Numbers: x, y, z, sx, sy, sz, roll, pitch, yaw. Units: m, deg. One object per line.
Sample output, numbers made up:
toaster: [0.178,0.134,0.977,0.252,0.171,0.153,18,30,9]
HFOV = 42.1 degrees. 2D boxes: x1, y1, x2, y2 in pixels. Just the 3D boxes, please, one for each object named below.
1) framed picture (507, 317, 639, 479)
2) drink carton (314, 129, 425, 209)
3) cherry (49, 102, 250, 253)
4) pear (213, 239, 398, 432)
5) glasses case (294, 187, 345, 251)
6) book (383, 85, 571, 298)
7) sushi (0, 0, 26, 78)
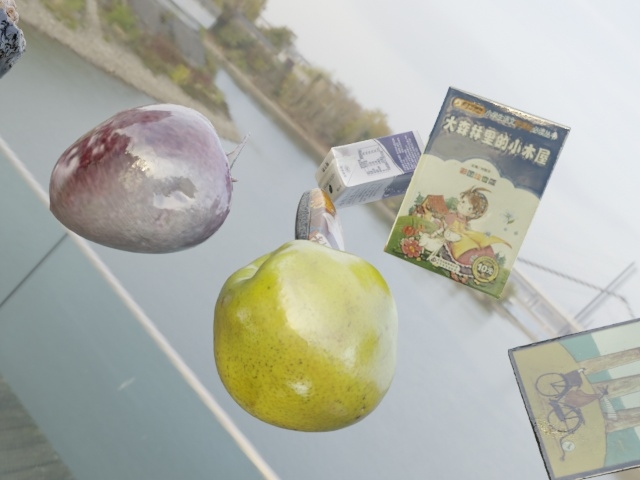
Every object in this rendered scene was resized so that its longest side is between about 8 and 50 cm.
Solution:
framed picture: [0.446,0.203,1.153,0.244,0.324,0.013,-96,169,-51]
drink carton: [0.114,-0.150,1.813,0.101,0.222,0.134,69,-23,13]
cherry: [-0.202,-0.073,1.017,0.213,0.266,0.183,-144,-143,-80]
pear: [-0.017,0.147,1.258,0.294,0.294,0.294,44,7,-7]
glasses case: [0.000,0.000,1.591,0.321,0.082,0.122,-88,161,-65]
book: [0.269,-0.085,1.458,0.228,0.322,0.018,22,8,16]
sushi: [-0.485,-0.315,0.998,0.234,0.207,0.348,38,-17,35]
